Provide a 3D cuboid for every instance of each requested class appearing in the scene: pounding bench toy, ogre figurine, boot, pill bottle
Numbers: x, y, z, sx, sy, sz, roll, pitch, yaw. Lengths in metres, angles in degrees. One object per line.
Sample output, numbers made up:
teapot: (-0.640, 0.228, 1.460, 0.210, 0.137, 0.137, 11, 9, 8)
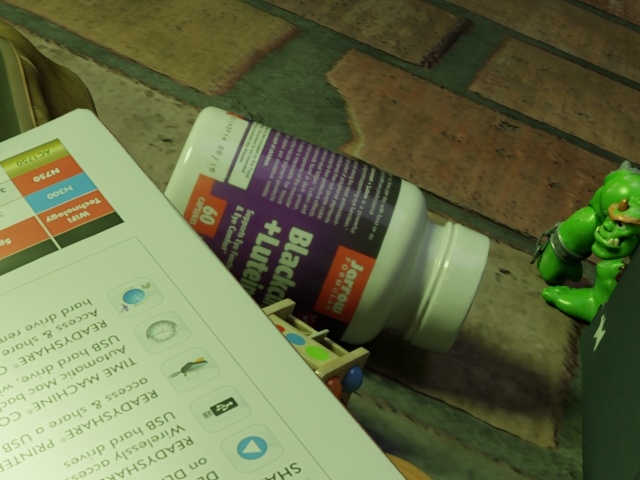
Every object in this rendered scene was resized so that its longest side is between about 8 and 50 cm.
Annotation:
pounding bench toy: (-0.022, 0.077, 0.798, 0.065, 0.052, 0.083, 32, 25, 22)
ogre figurine: (0.224, 0.023, 1.050, 0.097, 0.118, 0.197, 17, 23, -11)
boot: (-0.178, -0.065, 0.919, 0.115, 0.112, 0.305, 22, 18, -28)
pill bottle: (0.000, 0.000, 0.916, 0.193, 0.108, 0.108, 21, 23, -2)

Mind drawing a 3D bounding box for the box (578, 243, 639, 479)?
box: (0.384, 0.072, 0.822, 0.395, 0.293, 0.212, 20, 33, -3)

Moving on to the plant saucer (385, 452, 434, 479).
plant saucer: (0.034, 0.134, 0.774, 0.083, 0.013, 0.083, 18, 23, -8)

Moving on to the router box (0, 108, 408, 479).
router box: (-0.133, 0.134, 0.331, 0.335, 0.082, 0.301, -25, 45, -19)
